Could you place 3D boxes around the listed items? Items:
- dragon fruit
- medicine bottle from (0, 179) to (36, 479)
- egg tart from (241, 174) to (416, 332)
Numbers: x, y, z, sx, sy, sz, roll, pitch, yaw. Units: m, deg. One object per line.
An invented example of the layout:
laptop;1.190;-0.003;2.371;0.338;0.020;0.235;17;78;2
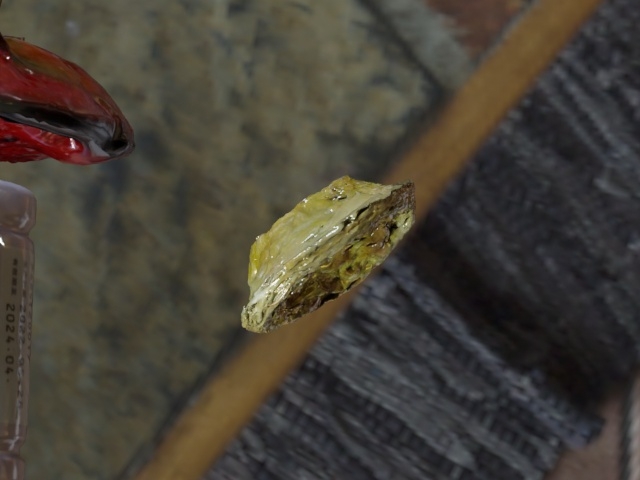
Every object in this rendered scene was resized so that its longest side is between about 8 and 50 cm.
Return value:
dragon fruit;-0.277;-0.091;1.099;0.344;0.282;0.100;-1;87;-3
medicine bottle;-0.253;0.087;1.285;0.133;0.133;0.249;6;79;-28
egg tart;0.000;0.000;1.143;0.129;0.129;0.049;-35;78;-17
